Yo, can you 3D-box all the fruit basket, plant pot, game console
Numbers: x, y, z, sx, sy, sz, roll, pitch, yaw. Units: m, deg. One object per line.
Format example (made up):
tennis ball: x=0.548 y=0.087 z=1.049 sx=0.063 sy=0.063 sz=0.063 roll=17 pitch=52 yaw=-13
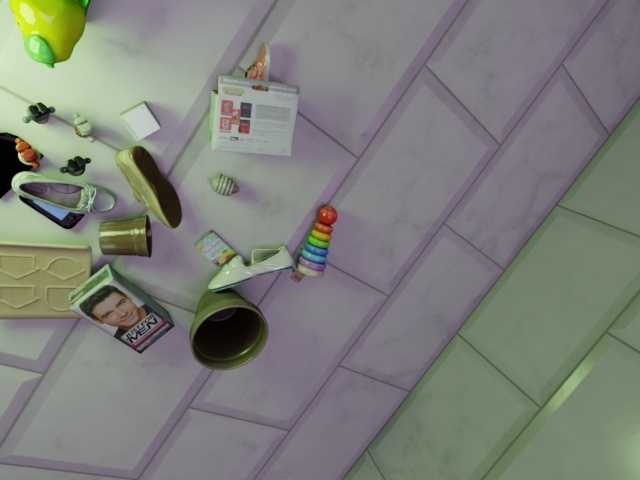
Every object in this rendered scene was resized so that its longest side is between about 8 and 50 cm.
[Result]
fruit basket: x=-0.748 y=-0.689 z=1.132 sx=0.283 sy=0.392 sz=0.392 roll=39 pitch=94 yaw=-33
plant pot: x=-0.419 y=0.352 z=1.826 sx=0.324 sy=0.280 sz=0.322 roll=-10 pitch=116 yaw=-20
game console: x=-0.995 y=-0.187 z=1.453 sx=0.213 sy=0.044 sz=0.361 roll=-45 pitch=124 yaw=1
plant pot: x=-0.741 y=-0.010 z=1.591 sx=0.165 sy=0.167 sz=0.166 roll=-4 pitch=115 yaw=-14

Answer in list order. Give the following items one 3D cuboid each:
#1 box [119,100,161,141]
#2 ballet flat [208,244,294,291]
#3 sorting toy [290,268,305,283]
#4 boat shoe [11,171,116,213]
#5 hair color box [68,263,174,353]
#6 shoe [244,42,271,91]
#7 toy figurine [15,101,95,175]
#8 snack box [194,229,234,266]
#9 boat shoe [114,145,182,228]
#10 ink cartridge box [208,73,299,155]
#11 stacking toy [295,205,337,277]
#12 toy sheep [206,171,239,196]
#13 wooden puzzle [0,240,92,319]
box: x=-0.635 y=-0.422 z=1.475 sx=0.102 sy=0.087 sz=0.101 roll=-32 pitch=122 yaw=-7
ballet flat: x=-0.315 y=0.111 z=1.865 sx=0.401 sy=0.139 sz=0.139 roll=-16 pitch=119 yaw=-21
sorting toy: x=-0.116 y=0.170 z=2.034 sx=0.062 sy=0.012 sz=0.083 roll=-48 pitch=123 yaw=3
boat shoe: x=-0.874 y=-0.155 z=1.450 sx=0.321 sy=0.103 sz=0.118 roll=18 pitch=95 yaw=-44
hair color box: x=-0.789 y=0.284 z=1.682 sx=0.185 sy=0.114 sz=0.374 roll=-40 pitch=133 yaw=-9
shoe: x=-0.236 y=-0.645 z=1.561 sx=0.081 sy=0.063 sz=0.177 roll=-5 pitch=121 yaw=-27
toy figurine: x=-0.864 y=-0.327 z=1.370 sx=0.213 sy=0.148 sz=0.209 roll=11 pitch=85 yaw=-29
snack box: x=-0.456 y=0.036 z=1.803 sx=0.100 sy=0.037 sz=0.141 roll=-42 pitch=123 yaw=-2
boat shoe: x=-0.643 y=-0.192 z=1.580 sx=0.110 sy=0.121 sz=0.340 roll=-8 pitch=121 yaw=22
ink cartridge box: x=-0.254 y=-0.478 z=1.591 sx=0.310 sy=0.130 sz=0.271 roll=0 pitch=116 yaw=-24
stacking toy: x=0.000 y=0.000 z=1.946 sx=0.141 sy=0.141 sz=0.330 roll=14 pitch=102 yaw=-29
toy sheep: x=-0.392 y=-0.223 z=1.684 sx=0.132 sy=0.091 sz=0.091 roll=17 pitch=106 yaw=-15
wooden puzzle: x=-1.049 y=0.147 z=1.573 sx=0.323 sy=0.080 sz=0.347 roll=5 pitch=116 yaw=-26
